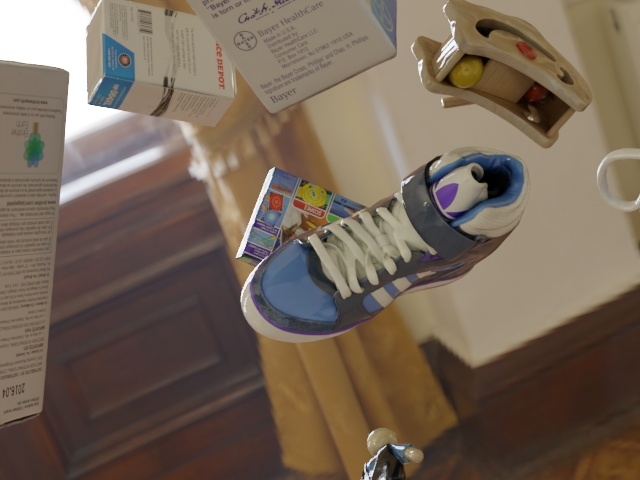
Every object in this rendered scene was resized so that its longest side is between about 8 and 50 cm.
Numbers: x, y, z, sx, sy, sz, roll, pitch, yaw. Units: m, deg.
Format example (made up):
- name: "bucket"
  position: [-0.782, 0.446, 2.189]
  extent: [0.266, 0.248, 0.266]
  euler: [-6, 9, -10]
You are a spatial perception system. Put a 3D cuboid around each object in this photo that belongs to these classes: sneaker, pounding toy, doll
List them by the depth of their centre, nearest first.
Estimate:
- name: "sneaker"
  position: [0.081, -0.014, 1.562]
  extent: [0.323, 0.130, 0.236]
  euler: [-17, -22, -27]
- name: "doll"
  position: [0.074, 0.281, 1.624]
  extent: [0.129, 0.046, 0.189]
  euler: [-53, 15, 28]
- name: "pounding toy"
  position: [0.213, -0.170, 1.713]
  extent: [0.269, 0.154, 0.155]
  euler: [9, -48, -42]

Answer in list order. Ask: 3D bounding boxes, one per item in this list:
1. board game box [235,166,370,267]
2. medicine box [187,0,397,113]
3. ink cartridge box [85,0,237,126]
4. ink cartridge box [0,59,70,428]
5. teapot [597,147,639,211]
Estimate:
- name: "board game box"
  position: [0.000, 0.000, 1.984]
  extent: [0.136, 0.201, 0.035]
  euler: [-69, 13, -12]
- name: "medicine box"
  position: [-0.053, -0.325, 1.410]
  extent: [0.149, 0.289, 0.263]
  euler: [-23, 34, 20]
- name: "ink cartridge box"
  position: [-0.236, -0.261, 2.102]
  extent: [0.203, 0.148, 0.086]
  euler: [9, -33, -25]
- name: "ink cartridge box"
  position: [-0.360, 0.033, 1.241]
  extent: [0.151, 0.395, 0.270]
  euler: [6, 5, 21]
- name: "teapot"
  position: [0.584, -0.032, 2.203]
  extent: [0.252, 0.187, 0.256]
  euler: [4, 53, -25]
